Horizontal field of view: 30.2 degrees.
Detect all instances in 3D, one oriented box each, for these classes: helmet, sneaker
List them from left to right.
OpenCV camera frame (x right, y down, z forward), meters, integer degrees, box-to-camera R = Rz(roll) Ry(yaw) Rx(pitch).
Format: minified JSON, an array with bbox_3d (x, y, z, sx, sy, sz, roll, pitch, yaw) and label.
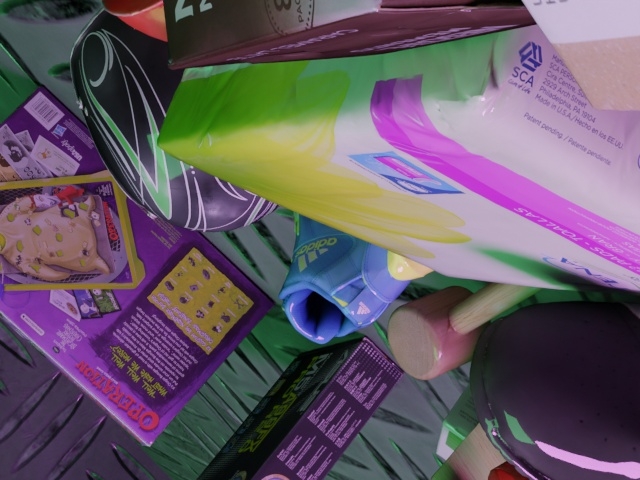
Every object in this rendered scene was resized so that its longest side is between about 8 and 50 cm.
[{"bbox_3d":[-0.075,-0.089,0.802,0.161,0.169,0.169,58,160,6],"label":"helmet"},{"bbox_3d":[0.000,0.000,0.861,0.091,0.126,0.240,45,171,-20],"label":"sneaker"},{"bbox_3d":[0.241,0.080,0.583,0.330,0.122,0.146,14,148,-12],"label":"sneaker"}]

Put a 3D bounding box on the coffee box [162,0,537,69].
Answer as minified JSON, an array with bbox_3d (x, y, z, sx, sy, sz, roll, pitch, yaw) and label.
[{"bbox_3d":[0.008,-0.186,0.378,0.141,0.098,0.246,3,100,60],"label":"coffee box"}]

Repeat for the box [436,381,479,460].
[{"bbox_3d":[0.161,0.147,0.946,0.101,0.102,0.087,34,160,16],"label":"box"}]

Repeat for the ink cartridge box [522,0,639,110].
[{"bbox_3d":[0.088,-0.181,0.292,0.234,0.193,0.088,51,157,-23],"label":"ink cartridge box"}]

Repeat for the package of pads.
[{"bbox_3d":[0.085,-0.050,0.593,0.229,0.101,0.296,23,170,-30],"label":"package of pads"}]

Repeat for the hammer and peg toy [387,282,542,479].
[{"bbox_3d":[0.155,0.160,0.749,0.361,0.127,0.266,58,148,21],"label":"hammer and peg toy"}]

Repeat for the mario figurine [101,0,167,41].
[{"bbox_3d":[-0.143,-0.236,0.623,0.198,0.170,0.320,3,136,55],"label":"mario figurine"}]

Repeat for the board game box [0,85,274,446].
[{"bbox_3d":[-0.243,0.028,1.266,0.347,0.208,0.056,44,159,-6],"label":"board game box"}]

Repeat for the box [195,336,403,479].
[{"bbox_3d":[-0.051,0.228,1.240,0.060,0.270,0.216,43,160,-7],"label":"box"}]
